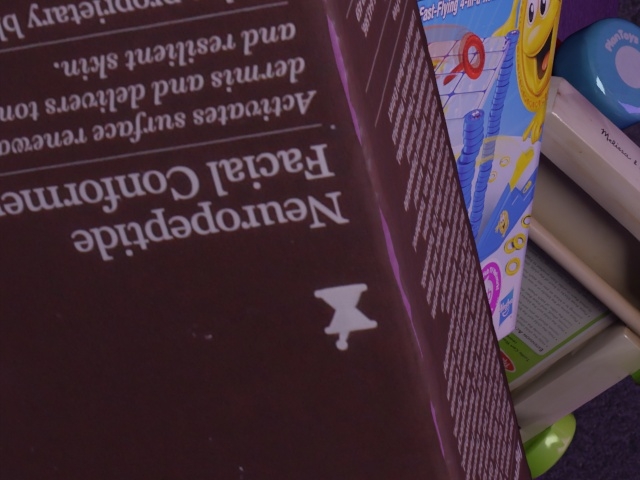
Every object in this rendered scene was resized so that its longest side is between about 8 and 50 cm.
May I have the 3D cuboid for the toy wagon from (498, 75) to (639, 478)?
[{"bbox_3d":[0.061,0.037,1.164,0.344,0.267,0.068,-39,-163,37],"label":"toy wagon"}]

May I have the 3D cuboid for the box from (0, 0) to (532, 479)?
[{"bbox_3d":[-0.047,0.024,0.651,0.143,0.191,0.381,-76,153,-57],"label":"box"}]

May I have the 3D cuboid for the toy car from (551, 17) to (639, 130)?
[{"bbox_3d":[0.062,-0.130,1.263,0.210,0.219,0.238,-35,95,-36],"label":"toy car"}]

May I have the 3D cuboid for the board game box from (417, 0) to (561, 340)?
[{"bbox_3d":[0.011,-0.064,0.881,0.308,0.086,0.302,-26,127,-56],"label":"board game box"}]
